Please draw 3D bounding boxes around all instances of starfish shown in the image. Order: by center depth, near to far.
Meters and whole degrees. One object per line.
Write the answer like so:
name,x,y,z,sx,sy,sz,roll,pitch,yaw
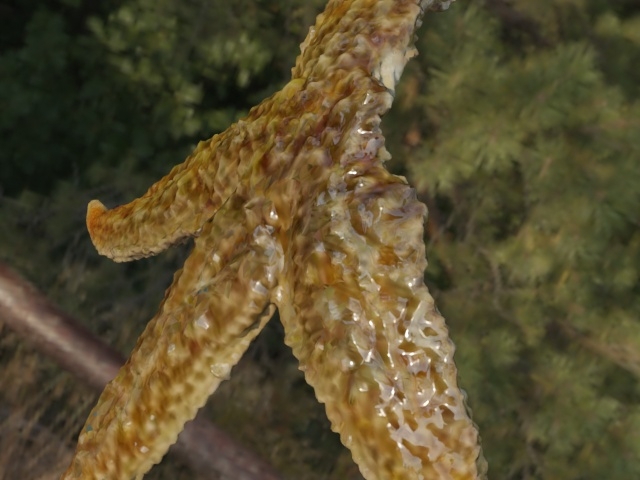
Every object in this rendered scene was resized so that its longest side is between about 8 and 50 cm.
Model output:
starfish,-0.007,-0.002,0.686,0.132,0.384,0.398,23,46,-42
